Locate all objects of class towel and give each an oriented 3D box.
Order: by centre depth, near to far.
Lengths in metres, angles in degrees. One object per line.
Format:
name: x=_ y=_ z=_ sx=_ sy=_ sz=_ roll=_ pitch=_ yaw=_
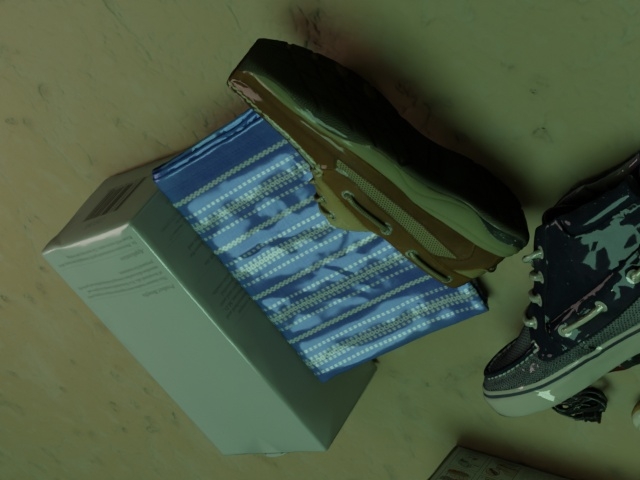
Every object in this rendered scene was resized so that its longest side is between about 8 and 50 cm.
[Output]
towel: x=0.000 y=0.000 z=1.088 sx=0.243 sy=0.040 sz=0.336 roll=-27 pitch=113 yaw=26

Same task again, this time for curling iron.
curling iron: x=0.329 y=0.126 z=1.046 sx=0.068 sy=0.035 sz=0.274 roll=32 pitch=143 yaw=-3

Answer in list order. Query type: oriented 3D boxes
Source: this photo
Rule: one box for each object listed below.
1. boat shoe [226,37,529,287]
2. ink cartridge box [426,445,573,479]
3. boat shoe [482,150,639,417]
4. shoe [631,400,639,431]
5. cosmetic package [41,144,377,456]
boat shoe: x=0.045 y=-0.059 z=0.948 sx=0.324 sy=0.122 sz=0.120 roll=35 pitch=120 yaw=-10
ink cartridge box: x=0.279 y=0.443 z=1.259 sx=0.309 sy=0.130 sz=0.272 roll=13 pitch=111 yaw=26
boat shoe: x=0.244 y=0.046 z=0.971 sx=0.158 sy=0.127 sz=0.340 roll=46 pitch=133 yaw=-4
shoe: x=0.436 y=0.227 z=1.053 sx=0.219 sy=0.058 sz=0.076 roll=19 pitch=139 yaw=19
cosmetic package: x=-0.133 y=0.091 z=1.249 sx=0.217 sy=0.156 sz=0.385 roll=-13 pitch=123 yaw=45
